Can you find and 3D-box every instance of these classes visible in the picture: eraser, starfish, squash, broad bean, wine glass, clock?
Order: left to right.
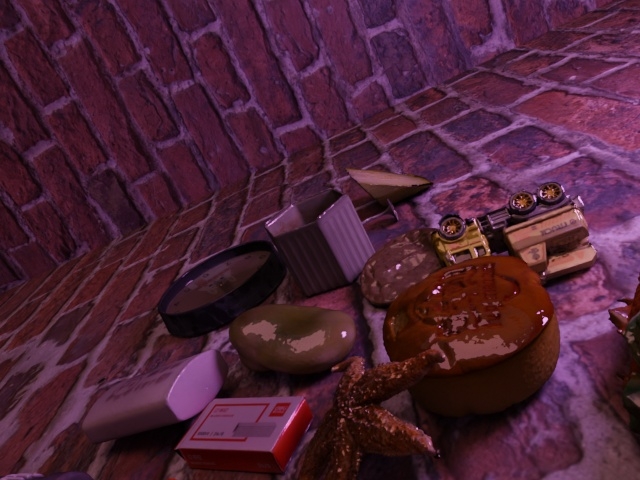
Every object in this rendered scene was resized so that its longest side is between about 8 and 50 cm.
[{"bbox_3d":[-0.332,0.316,1.116,0.270,0.094,0.174,-22,13,31],"label":"eraser"},{"bbox_3d":[-0.283,0.127,1.583,0.386,0.076,0.386,-24,20,9],"label":"clock"},{"bbox_3d":[-0.049,0.197,1.103,0.263,0.121,0.189,3,27,27],"label":"broad bean"},{"bbox_3d":[0.085,-0.031,1.535,0.262,0.074,0.074,-25,20,9],"label":"wine glass"},{"bbox_3d":[0.049,0.246,0.728,0.302,0.060,0.299,-42,21,42],"label":"starfish"},{"bbox_3d":[0.202,-0.188,1.651,0.155,0.204,0.237,-47,16,12],"label":"squash"}]

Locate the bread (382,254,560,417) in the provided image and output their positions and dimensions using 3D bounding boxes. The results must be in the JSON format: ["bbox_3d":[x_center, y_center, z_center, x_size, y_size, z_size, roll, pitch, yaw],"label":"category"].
[{"bbox_3d":[0.224,0.134,0.834,0.270,0.148,0.270,-24,24,11],"label":"bread"}]

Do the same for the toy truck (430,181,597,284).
[{"bbox_3d":[0.352,0.014,1.009,0.272,0.124,0.157,-19,54,11],"label":"toy truck"}]

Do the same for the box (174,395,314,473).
[{"bbox_3d":[-0.132,0.327,0.945,0.229,0.050,0.123,-12,24,35],"label":"box"}]

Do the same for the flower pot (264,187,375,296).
[{"bbox_3d":[0.000,0.000,1.385,0.209,0.189,0.239,-30,19,-9],"label":"flower pot"}]

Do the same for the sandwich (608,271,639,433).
[{"bbox_3d":[0.466,0.079,0.657,0.251,0.162,0.301,-14,26,22],"label":"sandwich"}]

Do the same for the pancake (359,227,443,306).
[{"bbox_3d":[0.191,0.063,1.202,0.242,0.050,0.242,-27,26,14],"label":"pancake"}]

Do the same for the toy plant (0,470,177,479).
[{"bbox_3d":[-0.350,0.424,0.781,0.401,0.279,0.185,-2,64,13],"label":"toy plant"}]
